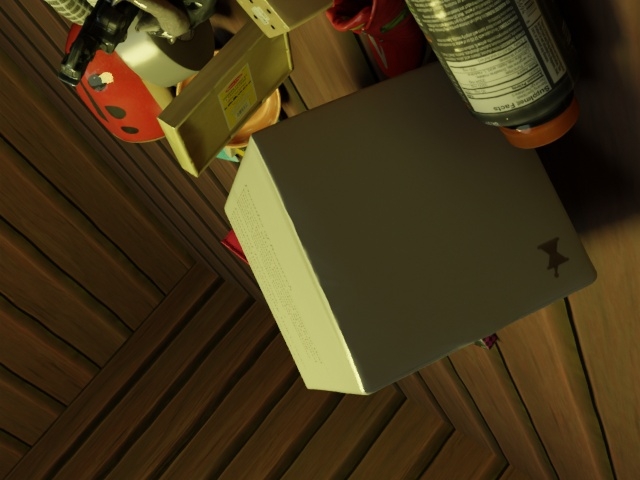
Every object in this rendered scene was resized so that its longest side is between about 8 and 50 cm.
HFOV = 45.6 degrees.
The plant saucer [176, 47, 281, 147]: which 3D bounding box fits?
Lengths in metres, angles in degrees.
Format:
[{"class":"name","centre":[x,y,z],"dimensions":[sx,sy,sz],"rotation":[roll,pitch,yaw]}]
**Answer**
[{"class":"plant saucer","centre":[-0.173,-0.273,1.455],"dimensions":[0.200,0.200,0.037],"rotation":[46,-155,-23]}]

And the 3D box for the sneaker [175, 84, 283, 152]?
[{"class":"sneaker","centre":[-0.202,-0.311,1.547],"dimensions":[0.341,0.125,0.139],"rotation":[42,-167,-20]}]

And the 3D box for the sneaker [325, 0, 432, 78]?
[{"class":"sneaker","centre":[0.058,-0.283,0.910],"dimensions":[0.107,0.118,0.279],"rotation":[32,164,29]}]

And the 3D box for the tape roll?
[{"class":"tape roll","centre":[-0.274,-0.373,1.282],"dimensions":[0.072,0.219,0.219],"rotation":[-21,128,26]}]

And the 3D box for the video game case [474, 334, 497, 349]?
[{"class":"video game case","centre":[0.280,0.148,1.779],"dimensions":[0.210,0.042,0.232],"rotation":[20,156,52]}]

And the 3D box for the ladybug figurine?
[{"class":"ladybug figurine","centre":[-0.504,-0.388,1.905],"dimensions":[0.305,0.162,0.449],"rotation":[35,164,20]}]

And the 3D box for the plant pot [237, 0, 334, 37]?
[{"class":"plant pot","centre":[-0.050,-0.342,1.047],"dimensions":[0.109,0.096,0.109],"rotation":[47,163,-24]}]

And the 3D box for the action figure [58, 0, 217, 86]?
[{"class":"action figure","centre":[-0.201,-0.333,1.033],"dimensions":[0.179,0.341,0.330],"rotation":[30,167,-16]}]

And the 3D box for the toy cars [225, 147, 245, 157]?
[{"class":"toy cars","centre":[-0.124,-0.165,1.768],"dimensions":[0.393,0.087,0.176],"rotation":[49,163,-31]}]

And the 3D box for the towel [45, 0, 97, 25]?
[{"class":"towel","centre":[-0.384,-0.475,1.077],"dimensions":[0.235,0.121,0.283],"rotation":[36,-139,-80]}]

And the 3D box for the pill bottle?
[{"class":"pill bottle","centre":[0.186,-0.209,0.790],"dimensions":[0.130,0.130,0.245],"rotation":[21,156,51]}]

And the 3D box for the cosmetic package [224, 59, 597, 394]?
[{"class":"cosmetic package","centre":[0.090,-0.003,1.059],"dimensions":[0.327,0.329,0.394],"rotation":[66,165,5]}]

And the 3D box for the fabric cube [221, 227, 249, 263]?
[{"class":"fabric cube","centre":[0.000,0.000,1.540],"dimensions":[0.259,0.258,0.254],"rotation":[37,174,11]}]

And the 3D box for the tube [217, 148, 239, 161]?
[{"class":"tube","centre":[-0.305,-0.254,2.042],"dimensions":[0.207,0.052,0.080],"rotation":[19,160,42]}]

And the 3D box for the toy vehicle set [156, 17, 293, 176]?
[{"class":"toy vehicle set","centre":[-0.145,-0.242,1.241],"dimensions":[0.035,0.267,0.166],"rotation":[35,164,16]}]
